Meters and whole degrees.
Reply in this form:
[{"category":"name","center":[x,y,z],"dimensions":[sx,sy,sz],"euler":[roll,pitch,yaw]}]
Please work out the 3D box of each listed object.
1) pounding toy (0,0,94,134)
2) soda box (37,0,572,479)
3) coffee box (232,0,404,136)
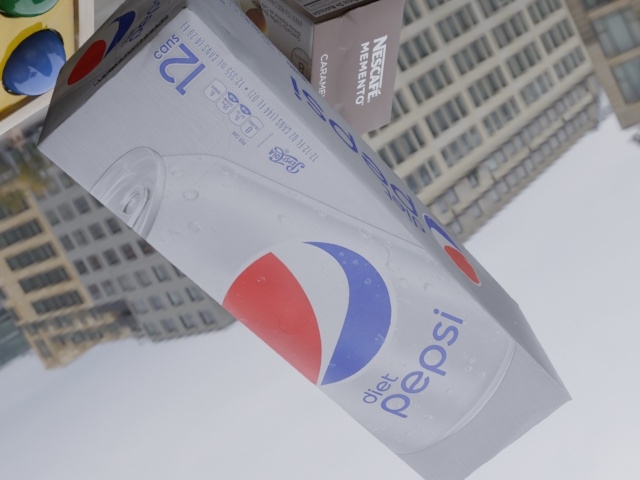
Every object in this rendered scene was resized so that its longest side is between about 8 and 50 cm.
[{"category":"pounding toy","center":[-0.209,-0.079,0.541],"dimensions":[0.181,0.094,0.206],"euler":[-42,163,-32]},{"category":"soda box","center":[0.000,0.000,0.518],"dimensions":[0.091,0.286,0.098],"euler":[-40,-153,13]},{"category":"coffee box","center":[-0.043,-0.205,0.936],"dimensions":[0.098,0.141,0.246],"euler":[-25,-129,-27]}]
